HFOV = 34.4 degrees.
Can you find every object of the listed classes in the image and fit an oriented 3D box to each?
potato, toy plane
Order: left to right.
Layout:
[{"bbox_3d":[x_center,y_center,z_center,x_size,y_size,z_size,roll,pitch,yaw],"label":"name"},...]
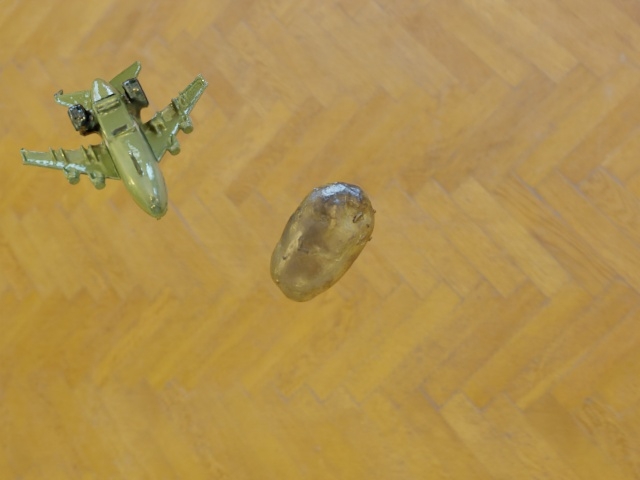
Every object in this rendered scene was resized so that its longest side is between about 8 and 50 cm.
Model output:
[{"bbox_3d":[-0.099,-0.052,0.516,0.102,0.040,0.111,-27,46,-5],"label":"toy plane"},{"bbox_3d":[0.000,0.000,0.646,0.051,0.040,0.083,40,99,33],"label":"potato"}]
